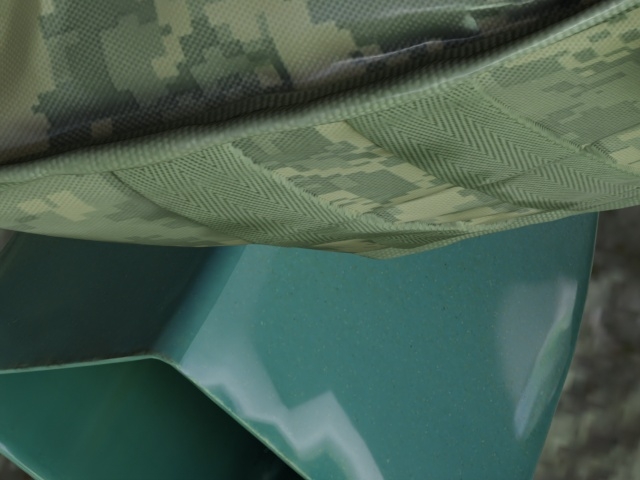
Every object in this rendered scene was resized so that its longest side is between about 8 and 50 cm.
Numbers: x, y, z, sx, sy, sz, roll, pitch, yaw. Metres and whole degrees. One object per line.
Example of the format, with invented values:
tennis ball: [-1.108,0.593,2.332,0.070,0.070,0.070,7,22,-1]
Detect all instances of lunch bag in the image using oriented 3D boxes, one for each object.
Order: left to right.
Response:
lunch bag: [0.076,-0.090,0.459,0.287,0.168,0.235,-12,174,23]

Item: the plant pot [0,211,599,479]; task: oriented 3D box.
plant pot: [0.000,0.000,0.753,0.166,0.165,0.234,-9,-134,49]
